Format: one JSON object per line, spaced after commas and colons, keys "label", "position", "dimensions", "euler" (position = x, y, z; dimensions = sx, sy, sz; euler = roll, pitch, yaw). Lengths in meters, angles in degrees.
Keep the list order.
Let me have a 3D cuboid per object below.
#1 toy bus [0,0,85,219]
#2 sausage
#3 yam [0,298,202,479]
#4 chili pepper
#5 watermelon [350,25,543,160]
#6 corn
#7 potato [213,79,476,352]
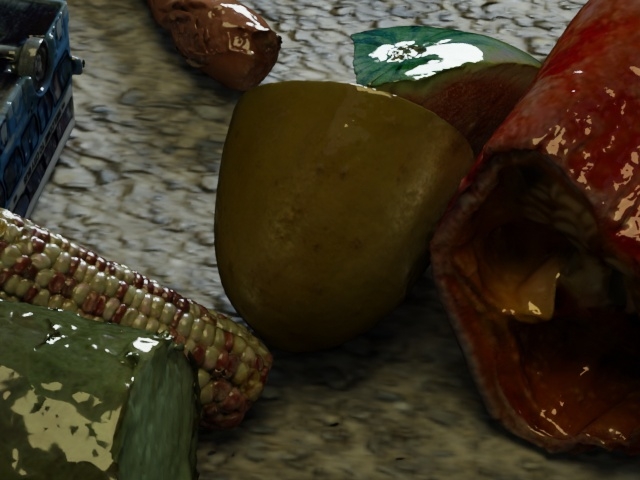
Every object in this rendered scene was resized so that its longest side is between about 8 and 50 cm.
{"label": "toy bus", "position": [-0.260, -0.051, 1.209], "dimensions": [0.106, 0.131, 0.297], "euler": [8, 42, 9]}
{"label": "sausage", "position": [-0.125, -0.227, 1.449], "dimensions": [0.078, 0.078, 0.304], "euler": [-18, 48, -21]}
{"label": "yam", "position": [-0.222, 0.117, 0.990], "dimensions": [0.300, 0.195, 0.195], "euler": [11, 44, 8]}
{"label": "chili pepper", "position": [0.228, -0.030, 1.123], "dimensions": [0.229, 0.251, 0.305], "euler": [4, 38, 42]}
{"label": "watermelon", "position": [0.089, -0.117, 1.267], "dimensions": [0.128, 0.231, 0.146], "euler": [-43, 53, 2]}
{"label": "corn", "position": [-0.141, 0.046, 1.086], "dimensions": [0.237, 0.079, 0.079], "euler": [30, 39, -20]}
{"label": "potato", "position": [0.000, 0.000, 1.151], "dimensions": [0.178, 0.203, 0.158], "euler": [28, 73, -24]}
